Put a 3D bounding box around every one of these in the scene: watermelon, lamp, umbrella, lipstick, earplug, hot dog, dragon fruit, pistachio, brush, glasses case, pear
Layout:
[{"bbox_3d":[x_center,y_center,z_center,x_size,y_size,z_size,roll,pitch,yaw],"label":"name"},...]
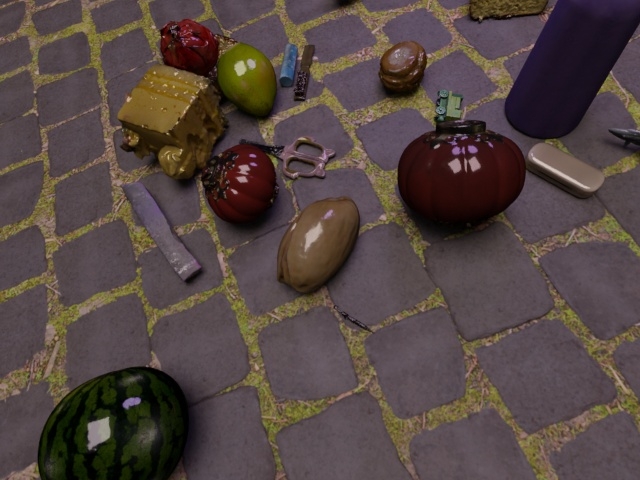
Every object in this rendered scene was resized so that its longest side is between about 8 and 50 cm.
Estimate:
[{"bbox_3d":[-0.432,0.415,0.871,0.285,0.285,0.285,-3,65,8],"label":"watermelon"},{"bbox_3d":[0.343,-0.164,1.015,0.304,0.256,0.303,-5,25,2],"label":"lamp"},{"bbox_3d":[0.083,0.201,1.029,0.122,0.022,0.013,34,49,11],"label":"umbrella"},{"bbox_3d":[-0.109,-0.608,1.409,0.048,0.048,0.157,2,66,10],"label":"lipstick"},{"bbox_3d":[0.632,-0.469,1.004,0.215,0.456,0.215,-2,68,6],"label":"earplug"},{"bbox_3d":[-0.374,-0.574,1.404,0.175,0.114,0.258,24,76,13],"label":"hot dog"},{"bbox_3d":[-0.404,-0.588,1.255,0.173,0.209,0.172,6,108,19],"label":"dragon fruit"},{"bbox_3d":[0.000,0.000,1.057,0.162,0.181,0.293,6,57,53],"label":"pistachio"},{"bbox_3d":[-0.055,-0.586,1.398,0.043,0.036,0.247,6,67,7],"label":"brush"},{"bbox_3d":[0.651,-0.190,1.095,0.196,0.050,0.083,40,80,23],"label":"glasses case"},{"bbox_3d":[-0.227,-0.509,1.315,0.187,0.187,0.219,-43,102,-11],"label":"pear"},{"bbox_3d":[-0.226,-0.158,1.132,0.227,0.227,0.226,-3,65,8],"label":"lamp"}]

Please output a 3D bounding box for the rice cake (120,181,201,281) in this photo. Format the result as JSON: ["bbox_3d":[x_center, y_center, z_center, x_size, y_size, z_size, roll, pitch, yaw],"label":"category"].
[{"bbox_3d":[-0.471,-0.035,1.199,0.070,0.064,0.399,-34,65,-17],"label":"rice cake"}]

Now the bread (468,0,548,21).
[{"bbox_3d":[0.620,-0.844,1.345,0.261,0.160,0.147,-3,57,11],"label":"bread"}]

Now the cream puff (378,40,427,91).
[{"bbox_3d":[0.261,-0.539,1.281,0.165,0.115,0.150,-34,58,3],"label":"cream puff"}]

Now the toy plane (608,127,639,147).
[{"bbox_3d":[0.896,-0.242,1.066,0.267,0.088,0.212,21,69,26],"label":"toy plane"}]

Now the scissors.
[{"bbox_3d":[-0.115,-0.276,1.273,0.318,0.024,0.160,18,72,16],"label":"scissors"}]

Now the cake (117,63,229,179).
[{"bbox_3d":[-0.453,-0.345,1.249,0.228,0.222,0.285,21,71,19],"label":"cake"}]

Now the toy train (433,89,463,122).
[{"bbox_3d":[0.388,-0.405,1.237,0.081,0.050,0.122,11,68,9],"label":"toy train"}]
